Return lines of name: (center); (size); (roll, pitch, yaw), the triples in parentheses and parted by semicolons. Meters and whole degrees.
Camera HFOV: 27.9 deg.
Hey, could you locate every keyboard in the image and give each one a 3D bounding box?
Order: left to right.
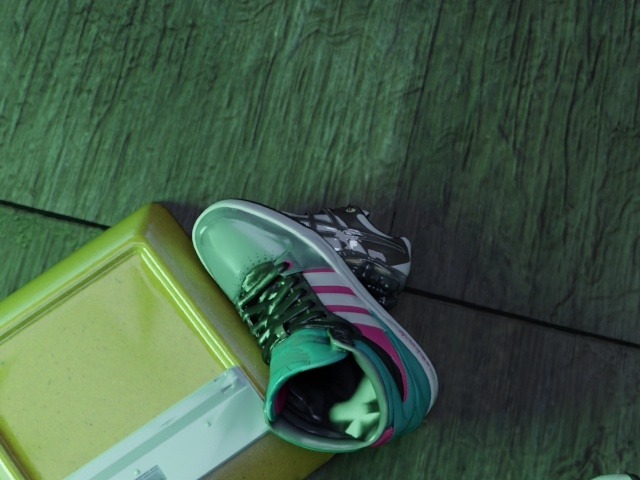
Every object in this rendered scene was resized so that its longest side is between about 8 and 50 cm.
keyboard: (-0.161, 0.211, 1.171); (0.256, 0.014, 0.072); (-33, 79, -14)

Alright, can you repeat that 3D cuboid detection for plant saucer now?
plant saucer: (-0.199, 0.155, 1.239); (0.332, 0.081, 0.333); (-36, 74, -14)

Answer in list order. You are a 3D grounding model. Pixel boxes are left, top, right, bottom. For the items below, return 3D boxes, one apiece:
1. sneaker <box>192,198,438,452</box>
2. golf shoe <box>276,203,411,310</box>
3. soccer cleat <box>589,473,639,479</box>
sneaker: (-0.025, 0.089, 1.198); (0.295, 0.178, 0.124); (42, 110, 3)
golf shoe: (0.000, 0.000, 1.322); (0.198, 0.077, 0.094); (26, 53, 4)
soccer cleat: (0.297, 0.380, 1.170); (0.143, 0.116, 0.331); (-22, 68, 6)
